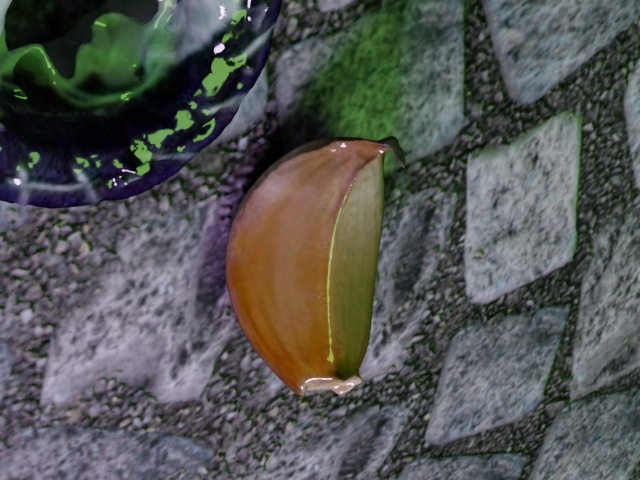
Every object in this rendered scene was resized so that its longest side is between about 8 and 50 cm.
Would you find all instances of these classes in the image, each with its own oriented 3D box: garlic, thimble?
[{"bbox_3d":[-0.009,0.000,1.038,0.115,0.128,0.206,11,113,2],"label":"garlic"},{"bbox_3d":[-0.147,-0.135,0.787,0.237,0.150,0.237,-23,134,-25],"label":"thimble"}]
